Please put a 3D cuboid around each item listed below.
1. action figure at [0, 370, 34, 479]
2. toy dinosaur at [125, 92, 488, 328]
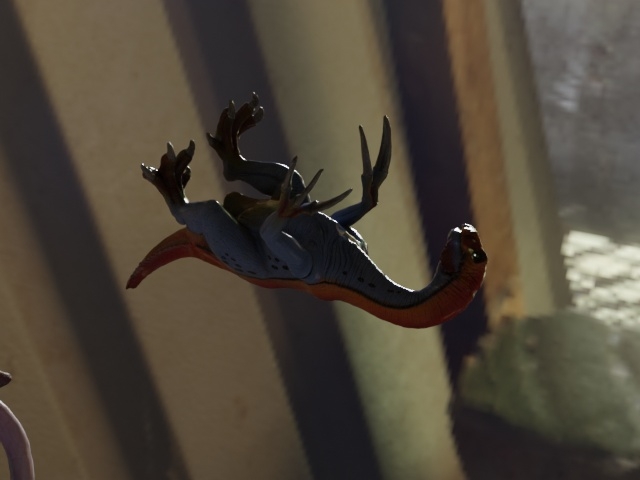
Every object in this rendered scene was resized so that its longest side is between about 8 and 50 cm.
[{"bbox_3d":[-0.345,0.055,0.870,0.276,0.370,0.248,59,-139,-76],"label":"action figure"},{"bbox_3d":[0.000,0.000,0.398,0.047,0.082,0.090,-31,-25,-34],"label":"toy dinosaur"}]
